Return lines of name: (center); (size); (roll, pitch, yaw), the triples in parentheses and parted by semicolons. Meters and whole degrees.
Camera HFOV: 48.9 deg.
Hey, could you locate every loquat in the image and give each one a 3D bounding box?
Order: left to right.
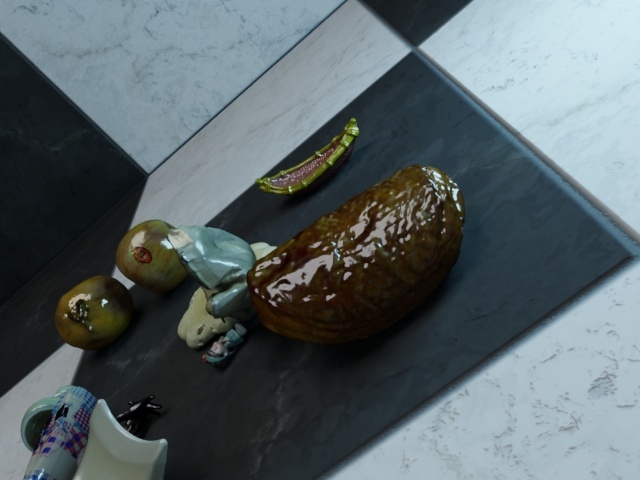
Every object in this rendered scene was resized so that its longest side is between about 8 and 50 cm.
loquat: (-0.641, 0.207, 2.005); (0.238, 0.193, 0.238); (-29, 4, 2)

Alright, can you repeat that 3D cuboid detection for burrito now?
burrito: (-0.184, 0.059, 1.347); (0.135, 0.190, 0.332); (-23, -8, -5)

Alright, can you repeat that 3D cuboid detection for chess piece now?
chess piece: (-0.643, 0.423, 1.751); (0.139, 0.139, 0.271); (-44, 11, -1)

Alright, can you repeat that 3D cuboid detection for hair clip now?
hair clip: (-0.363, 0.439, 1.187); (0.172, 0.113, 0.282); (20, 73, 29)

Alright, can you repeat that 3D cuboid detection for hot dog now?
hot dog: (0.069, 0.028, 1.169); (0.387, 0.174, 0.267); (-32, 26, 4)

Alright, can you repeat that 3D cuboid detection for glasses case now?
glasses case: (-0.538, 0.446, 1.498); (0.076, 0.125, 0.327); (-28, 26, 15)

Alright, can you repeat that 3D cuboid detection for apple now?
apple: (-0.457, 0.042, 1.954); (0.188, 0.211, 0.211); (-59, 24, -3)

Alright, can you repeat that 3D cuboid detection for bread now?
bread: (-0.212, 0.116, 1.626); (0.316, 0.054, 0.316); (-37, 22, 18)

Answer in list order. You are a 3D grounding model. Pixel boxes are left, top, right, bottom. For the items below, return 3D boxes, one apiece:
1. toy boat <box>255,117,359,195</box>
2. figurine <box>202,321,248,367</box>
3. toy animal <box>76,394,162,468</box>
toy boat: (-0.018, -0.191, 1.781); (0.318, 0.099, 0.141); (-29, 30, 25)
figurine: (-0.193, 0.213, 1.432); (0.106, 0.047, 0.060); (-49, 33, -18)
toy animal: (-0.390, 0.419, 1.346); (0.195, 0.090, 0.324); (-34, 25, 1)
